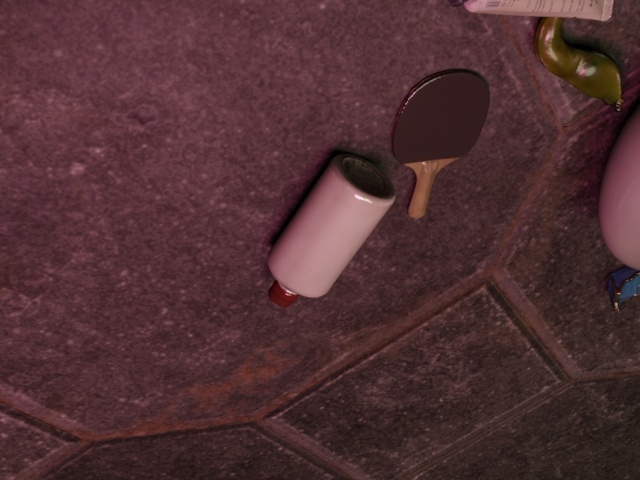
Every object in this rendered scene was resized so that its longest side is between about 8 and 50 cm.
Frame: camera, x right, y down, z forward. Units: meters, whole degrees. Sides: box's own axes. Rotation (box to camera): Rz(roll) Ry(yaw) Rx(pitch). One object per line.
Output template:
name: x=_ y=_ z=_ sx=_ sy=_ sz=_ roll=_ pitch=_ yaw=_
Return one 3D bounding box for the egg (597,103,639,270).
egg: x=0.534 y=-0.098 z=1.266 sx=0.230 sy=0.230 sz=0.371 roll=-2 pitch=140 yaw=-22

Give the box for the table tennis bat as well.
table tennis bat: x=0.160 y=-0.130 z=1.221 sx=0.138 sy=0.022 sz=0.246 roll=-7 pitch=135 yaw=-18

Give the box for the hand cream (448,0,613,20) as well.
hand cream: x=0.264 y=-0.306 z=1.064 sx=0.234 sy=0.050 sz=0.080 roll=-6 pitch=112 yaw=-21

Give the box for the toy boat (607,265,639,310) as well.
toy boat: x=0.619 y=0.076 z=1.601 sx=0.185 sy=0.077 sz=0.075 roll=-19 pitch=138 yaw=-5

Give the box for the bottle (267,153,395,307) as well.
bottle: x=0.000 y=0.000 z=1.223 sx=0.104 sy=0.104 sz=0.245 roll=12 pitch=127 yaw=-33

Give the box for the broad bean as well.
broad bean: x=0.351 y=-0.235 z=1.176 sx=0.070 sy=0.048 sz=0.213 roll=-43 pitch=132 yaw=20
